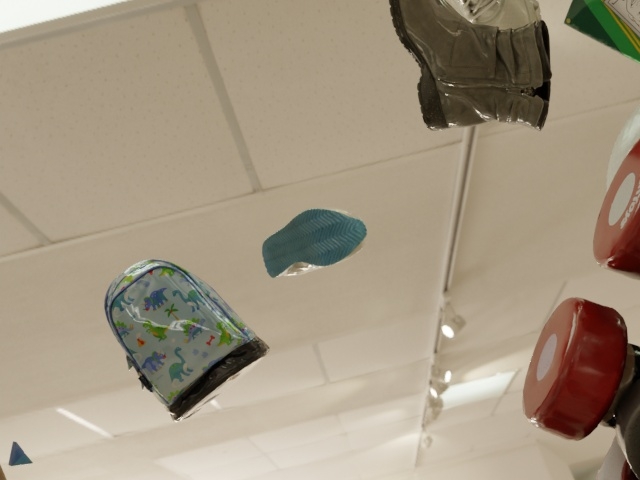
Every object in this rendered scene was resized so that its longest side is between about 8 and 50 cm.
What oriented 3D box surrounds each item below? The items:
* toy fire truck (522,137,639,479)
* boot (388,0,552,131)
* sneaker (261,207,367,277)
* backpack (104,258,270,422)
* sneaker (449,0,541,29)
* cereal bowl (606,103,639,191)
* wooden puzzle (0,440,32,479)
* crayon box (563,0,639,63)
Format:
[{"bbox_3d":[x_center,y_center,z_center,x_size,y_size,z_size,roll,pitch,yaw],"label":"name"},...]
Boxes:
[{"bbox_3d":[0.236,0.070,0.282,0.254,0.169,0.302,-24,-46,-72],"label":"toy fire truck"},{"bbox_3d":[0.184,-0.238,0.621,0.161,0.083,0.246,4,-45,37],"label":"boot"},{"bbox_3d":[0.000,0.000,0.811,0.092,0.087,0.228,-11,-4,-36],"label":"sneaker"},{"bbox_3d":[-0.341,0.207,1.259,0.290,0.355,0.273,-36,-14,-6],"label":"backpack"},{"bbox_3d":[0.204,-0.374,0.753,0.110,0.292,0.118,-30,11,46],"label":"sneaker"},{"bbox_3d":[0.515,-0.058,0.638,0.141,0.339,0.339,-29,-19,-40],"label":"cereal bowl"},{"bbox_3d":[-0.314,0.213,0.466,0.014,0.116,0.079,-3,-67,30],"label":"wooden puzzle"},{"bbox_3d":[0.545,-0.402,0.715,0.106,0.313,0.363,-32,-31,-20],"label":"crayon box"}]
